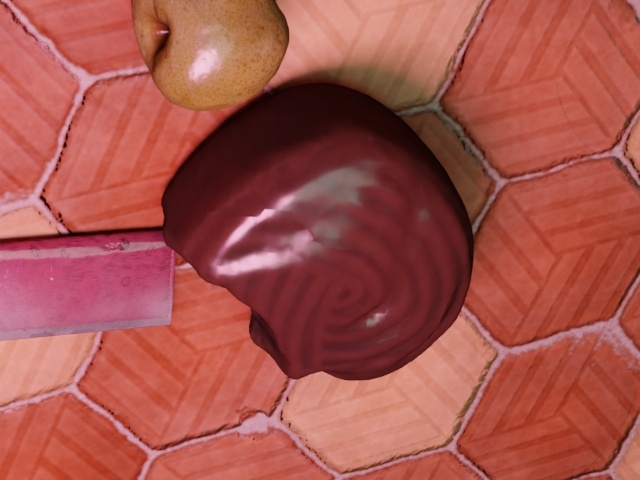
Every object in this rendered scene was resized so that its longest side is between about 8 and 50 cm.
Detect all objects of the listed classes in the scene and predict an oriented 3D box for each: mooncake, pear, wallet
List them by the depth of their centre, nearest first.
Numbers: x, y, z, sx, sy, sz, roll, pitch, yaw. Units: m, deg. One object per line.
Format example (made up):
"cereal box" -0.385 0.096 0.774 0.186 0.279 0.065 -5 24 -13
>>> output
"pear" -0.104 -0.207 1.666 0.137 0.167 0.167 -12 127 -34
"mooncake" 0.000 0.000 1.847 0.334 0.174 0.326 -8 127 -19
"wallet" -0.269 0.048 1.856 0.232 0.025 0.119 -5 124 -20
